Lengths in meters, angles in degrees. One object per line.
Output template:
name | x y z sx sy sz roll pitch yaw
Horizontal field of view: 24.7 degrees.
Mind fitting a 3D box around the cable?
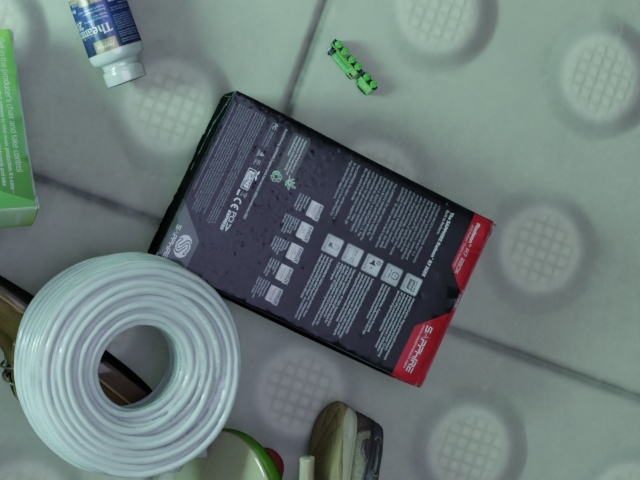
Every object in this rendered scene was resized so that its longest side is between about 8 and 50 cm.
cable | -0.216 0.143 1.657 0.257 0.089 0.257 7 93 -27

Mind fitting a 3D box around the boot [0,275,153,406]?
boot | -0.343 0.132 1.713 0.305 0.112 0.115 42 90 -15

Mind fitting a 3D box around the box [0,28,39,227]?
box | -0.491 -0.118 1.628 0.322 0.058 0.232 -5 70 -18

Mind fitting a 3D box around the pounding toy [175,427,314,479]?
pounding toy | -0.061 0.317 1.755 0.110 0.237 0.183 -1 95 -45

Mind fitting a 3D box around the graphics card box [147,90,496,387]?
graphics card box | 0.000 0.000 1.793 0.371 0.094 0.232 26 87 -15

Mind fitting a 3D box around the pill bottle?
pill bottle | -0.250 -0.245 1.733 0.067 0.067 0.120 -21 97 -12

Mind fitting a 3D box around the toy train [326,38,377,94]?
toy train | 0.039 -0.217 1.832 0.024 0.017 0.083 -42 101 2

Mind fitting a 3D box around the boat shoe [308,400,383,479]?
boat shoe | 0.033 0.337 1.776 0.092 0.103 0.285 18 57 -22
